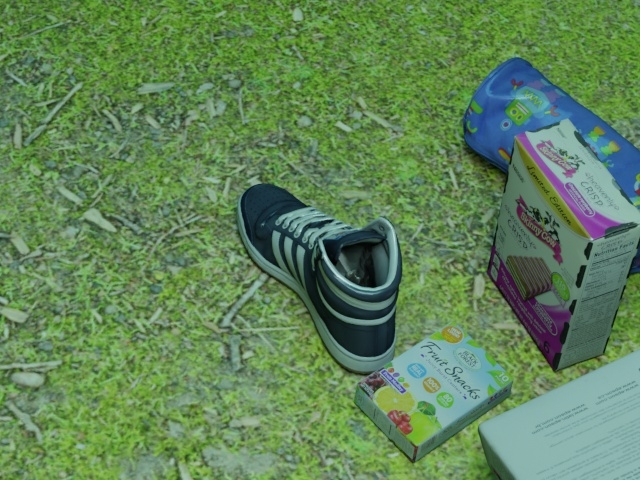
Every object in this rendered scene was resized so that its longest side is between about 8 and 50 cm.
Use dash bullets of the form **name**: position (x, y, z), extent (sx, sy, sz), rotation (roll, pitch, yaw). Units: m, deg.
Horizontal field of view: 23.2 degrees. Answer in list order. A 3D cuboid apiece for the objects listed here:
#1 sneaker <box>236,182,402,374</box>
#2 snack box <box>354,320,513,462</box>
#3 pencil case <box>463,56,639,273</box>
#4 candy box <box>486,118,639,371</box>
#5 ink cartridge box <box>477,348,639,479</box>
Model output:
- **sneaker**: position (0.000, 0.000, 1.720), extent (0.099, 0.153, 0.282), rotation (-23, 55, -22)
- **snack box**: position (0.121, 0.160, 1.670), extent (0.141, 0.037, 0.100), rotation (-30, 59, -26)
- **pencil case**: position (0.295, -0.083, 1.833), extent (0.133, 0.119, 0.306), rotation (-36, 60, -16)
- **candy box**: position (0.258, 0.009, 1.678), extent (0.071, 0.233, 0.159), rotation (-18, 53, -18)
- **ink cartridge box**: position (0.359, 0.215, 1.454), extent (0.324, 0.071, 0.330), rotation (-23, 35, -8)
